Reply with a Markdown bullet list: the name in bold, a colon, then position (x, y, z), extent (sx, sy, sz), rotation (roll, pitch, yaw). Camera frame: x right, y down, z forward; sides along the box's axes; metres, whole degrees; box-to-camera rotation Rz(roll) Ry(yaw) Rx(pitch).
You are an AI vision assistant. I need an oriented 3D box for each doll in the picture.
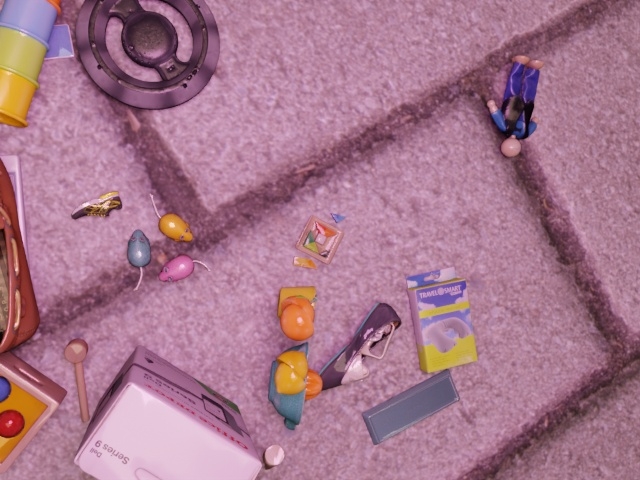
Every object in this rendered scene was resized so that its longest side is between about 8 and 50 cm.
- **doll**: position (0.380, -0.257, 1.162), extent (0.129, 0.046, 0.189), rotation (7, 94, -24)

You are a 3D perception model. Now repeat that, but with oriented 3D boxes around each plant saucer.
- **plant saucer**: position (0.174, 0.312, 1.117), extent (0.191, 0.018, 0.067), rotation (-23, 96, -15)

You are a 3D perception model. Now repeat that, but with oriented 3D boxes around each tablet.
- **tablet**: position (-0.445, -0.319, 0.963), extent (0.083, 0.006, 0.054), rotation (-11, 92, -16)

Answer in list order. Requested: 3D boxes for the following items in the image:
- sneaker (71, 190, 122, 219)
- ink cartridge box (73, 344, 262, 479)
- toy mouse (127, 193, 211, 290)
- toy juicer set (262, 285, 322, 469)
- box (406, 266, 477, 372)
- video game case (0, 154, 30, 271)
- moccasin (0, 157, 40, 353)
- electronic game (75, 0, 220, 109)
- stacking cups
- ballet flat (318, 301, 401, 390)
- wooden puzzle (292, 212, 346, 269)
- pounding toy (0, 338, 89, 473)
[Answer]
- **sneaker**: position (-0.362, -0.051, 0.970), extent (0.083, 0.031, 0.035), rotation (-28, 97, -14)
- **ink cartridge box**: position (-0.217, 0.278, 0.872), extent (0.211, 0.289, 0.122), rotation (36, 81, -12)
- **toy mouse**: position (-0.267, 0.027, 0.994), extent (0.161, 0.031, 0.143), rotation (40, 80, -11)
- **toy juicer set**: position (-0.037, 0.238, 0.963), extent (0.089, 0.209, 0.329), rotation (7, 87, -6)
- **box**: position (0.228, 0.147, 1.120), extent (0.108, 0.042, 0.179), rotation (-10, 93, -15)
- **video game case**: position (-0.556, -0.028, 0.922), extent (0.183, 0.023, 0.202), rotation (-5, 91, -15)
- **moccasin**: position (-0.511, -0.020, 0.846), extent (0.139, 0.147, 0.381), rotation (-11, 92, -15)
- **electronic game**: position (-0.281, -0.331, 0.985), extent (0.229, 0.048, 0.230), rotation (0, 90, -14)
- **stacking cups**: position (-0.445, -0.336, 0.921), extent (0.095, 0.096, 0.317), rotation (19, 80, -14)
- **ballet flat**: position (0.073, 0.200, 1.058), extent (0.074, 0.074, 0.203), rotation (44, 77, -11)
- **wooden puzzle**: position (0.000, 0.000, 1.075), extent (0.078, 0.014, 0.117), rotation (21, 84, -14)
- **pounding toy**: position (-0.439, 0.241, 0.915), extent (0.181, 0.094, 0.206), rotation (39, 81, -11)
